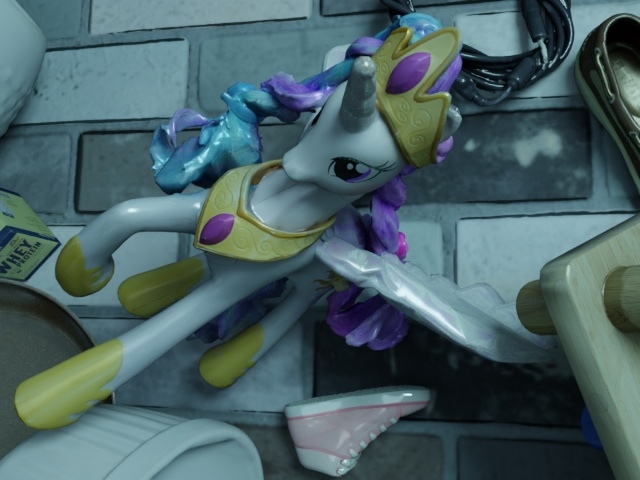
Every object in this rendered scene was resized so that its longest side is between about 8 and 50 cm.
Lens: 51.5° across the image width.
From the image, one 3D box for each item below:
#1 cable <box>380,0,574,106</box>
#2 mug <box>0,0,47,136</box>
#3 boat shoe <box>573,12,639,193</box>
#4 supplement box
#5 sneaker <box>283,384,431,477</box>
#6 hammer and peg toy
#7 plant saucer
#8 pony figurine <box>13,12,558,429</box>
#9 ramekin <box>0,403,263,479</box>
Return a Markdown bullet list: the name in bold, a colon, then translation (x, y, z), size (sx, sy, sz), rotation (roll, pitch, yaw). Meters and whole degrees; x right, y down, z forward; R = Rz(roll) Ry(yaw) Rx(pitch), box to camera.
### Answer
- **cable**: translation (0.143, -0.218, 0.614), size (0.151, 0.047, 0.184), rotation (-42, 75, -8)
- **mug**: translation (-0.436, -0.150, 0.586), size (0.328, 0.374, 0.276), rotation (-41, 105, -5)
- **boat shoe**: translation (0.300, -0.077, 0.542), size (0.095, 0.095, 0.257), rotation (-37, 76, 5)
- **supplement box**: translation (-0.332, -0.011, 0.680), size (0.056, 0.083, 0.083), rotation (-46, 74, 3)
- **sneaker**: translation (0.037, 0.169, 0.589), size (0.135, 0.051, 0.070), rotation (-13, 81, 14)
- **hammer and peg toy**: translation (0.288, 0.140, 0.419), size (0.266, 0.127, 0.361), rotation (-22, 91, -28)
- **plant saucer**: translation (-0.341, 0.193, 0.654), size (0.311, 0.050, 0.310), rotation (-1, 76, 6)
- **pony figurine**: translation (0.000, 0.000, 0.503), size (0.364, 0.351, 0.302), rotation (-34, 71, 25)
- **ramekin**: translation (-0.169, 0.255, 0.520), size (0.127, 0.273, 0.272), rotation (16, 85, 26)
